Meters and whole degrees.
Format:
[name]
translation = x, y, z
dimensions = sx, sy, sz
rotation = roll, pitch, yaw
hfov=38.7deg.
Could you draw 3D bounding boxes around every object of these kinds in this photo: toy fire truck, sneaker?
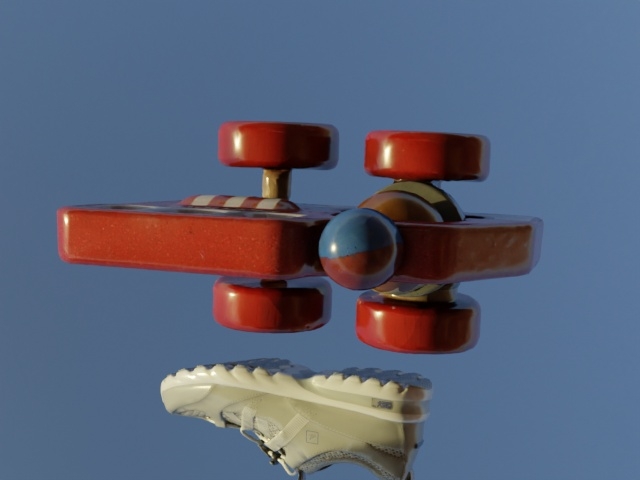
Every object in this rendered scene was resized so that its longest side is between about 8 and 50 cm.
[toy fire truck]
translation = 0.000, 0.000, 0.661
dimensions = 0.302, 0.254, 0.169
rotation = 5, -83, 19
[sneaker]
translation = -0.035, 0.174, 0.857
dimensions = 0.105, 0.281, 0.115
rotation = 6, -94, -61
